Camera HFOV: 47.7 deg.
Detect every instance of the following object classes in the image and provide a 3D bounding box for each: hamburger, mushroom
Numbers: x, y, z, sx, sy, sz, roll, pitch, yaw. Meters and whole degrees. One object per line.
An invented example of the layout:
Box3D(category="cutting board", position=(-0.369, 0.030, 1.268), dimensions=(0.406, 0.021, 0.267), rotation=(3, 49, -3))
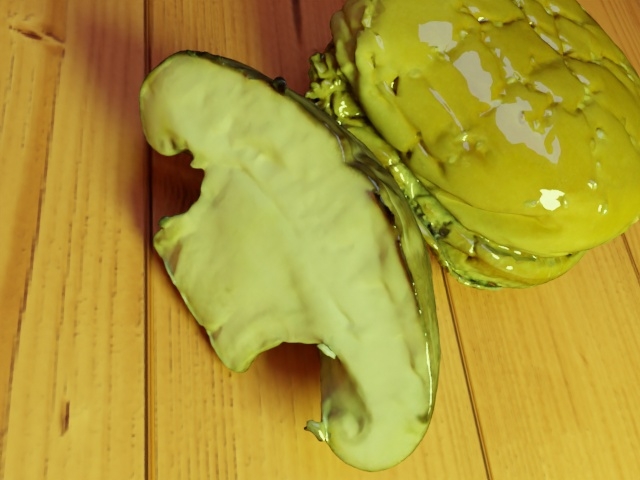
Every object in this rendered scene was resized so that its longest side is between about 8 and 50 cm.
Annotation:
Box3D(category="hamburger", position=(0.147, -0.108, 0.613), dimensions=(0.318, 0.158, 0.319), rotation=(14, 56, -22))
Box3D(category="mushroom", position=(0.000, 0.000, 0.487), dimensions=(0.286, 0.156, 0.151), rotation=(59, 25, 8))
